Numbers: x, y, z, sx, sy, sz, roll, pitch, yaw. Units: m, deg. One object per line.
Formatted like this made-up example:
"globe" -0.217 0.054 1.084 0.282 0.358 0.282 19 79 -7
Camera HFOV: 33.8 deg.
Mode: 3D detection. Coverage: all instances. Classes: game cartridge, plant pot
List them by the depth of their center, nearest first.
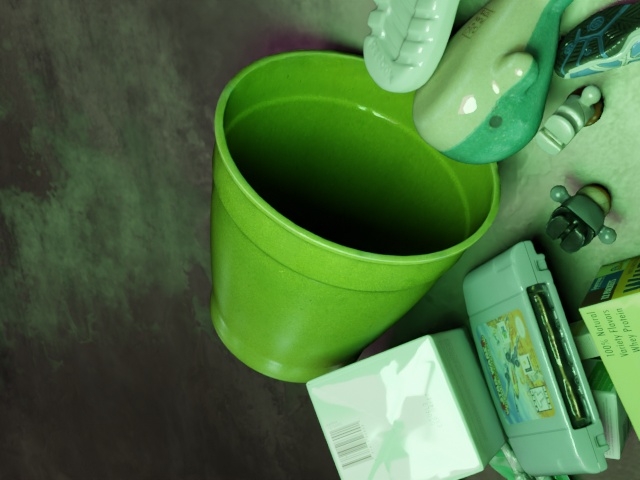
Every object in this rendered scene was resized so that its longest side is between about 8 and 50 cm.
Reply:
"game cartridge" 0.274 0.163 1.384 0.198 0.062 0.297 138 117 -67
"plant pot" 0.000 0.000 1.406 0.366 0.366 0.353 34 135 11

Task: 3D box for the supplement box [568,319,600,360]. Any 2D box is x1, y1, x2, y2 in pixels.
"supplement box" 0.357 0.134 1.421 0.098 0.062 0.036 -21 100 35

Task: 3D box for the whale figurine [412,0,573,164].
"whale figurine" 0.232 -0.211 1.269 0.141 0.216 0.272 33 100 -17

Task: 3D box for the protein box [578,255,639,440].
"protein box" 0.466 0.116 1.309 0.201 0.136 0.200 -20 102 33

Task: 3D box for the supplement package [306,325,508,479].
"supplement package" 0.127 0.229 1.405 0.175 0.293 0.177 -24 81 15

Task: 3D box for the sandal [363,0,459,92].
"sandal" 0.170 -0.373 1.264 0.169 0.102 0.416 50 123 43

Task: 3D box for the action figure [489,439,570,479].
"action figure" 0.334 0.378 1.544 0.232 0.063 0.137 56 137 1

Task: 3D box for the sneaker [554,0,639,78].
"sneaker" 0.372 -0.233 1.227 0.211 0.080 0.081 -21 135 36

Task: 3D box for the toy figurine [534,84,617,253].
"toy figurine" 0.374 -0.091 1.267 0.209 0.148 0.213 0 114 35

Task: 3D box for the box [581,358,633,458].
"box" 0.372 0.226 1.431 0.087 0.101 0.102 1 111 28
